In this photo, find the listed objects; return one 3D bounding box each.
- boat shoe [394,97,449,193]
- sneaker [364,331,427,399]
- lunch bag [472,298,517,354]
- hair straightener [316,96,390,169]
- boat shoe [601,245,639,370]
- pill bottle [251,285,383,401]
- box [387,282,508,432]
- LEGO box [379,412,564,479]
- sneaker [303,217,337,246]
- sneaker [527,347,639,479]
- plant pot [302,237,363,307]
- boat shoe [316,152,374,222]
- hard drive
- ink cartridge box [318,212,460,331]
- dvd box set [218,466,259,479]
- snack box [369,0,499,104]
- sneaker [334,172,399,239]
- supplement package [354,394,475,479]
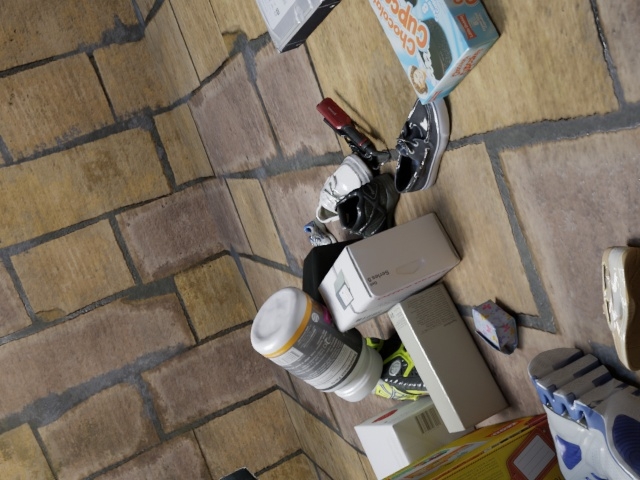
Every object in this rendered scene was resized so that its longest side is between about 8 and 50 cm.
[{"bbox_3d":[0.165,-0.166,1.324,0.080,0.076,0.228,57,159,29],"label":"boat shoe"},{"bbox_3d":[0.202,0.294,1.738,0.147,0.145,0.384,34,162,-19],"label":"sneaker"},{"bbox_3d":[0.310,0.159,1.345,0.071,0.053,0.083,46,162,50],"label":"lunch bag"},{"bbox_3d":[0.076,-0.217,1.594,0.230,0.047,0.089,43,172,40],"label":"hair straightener"},{"bbox_3d":[0.401,0.085,0.993,0.059,0.063,0.170,-152,51,-66],"label":"boat shoe"},{"bbox_3d":[-0.003,0.233,1.659,0.278,0.162,0.162,37,177,-28],"label":"pill bottle"},{"bbox_3d":[0.250,0.233,1.510,0.275,0.113,0.094,65,162,11],"label":"box"},{"bbox_3d":[0.198,0.516,1.369,0.193,0.500,0.372,64,162,12],"label":"LEGO box"},{"bbox_3d":[0.000,0.000,2.018,0.135,0.058,0.052,53,157,36],"label":"sneaker"},{"bbox_3d":[0.429,0.300,1.093,0.315,0.127,0.182,-133,22,-61],"label":"sneaker"},{"bbox_3d":[0.047,0.098,1.830,0.187,0.188,0.167,124,132,-69],"label":"plant pot"},{"bbox_3d":[0.047,-0.099,1.688,0.098,0.096,0.277,53,161,11],"label":"boat shoe"},{"bbox_3d":[-0.065,-0.544,1.547,0.237,0.064,0.339,68,161,-4],"label":"hard drive"},{"bbox_3d":[0.128,0.069,1.512,0.115,0.198,0.273,64,161,13],"label":"ink cartridge box"},{"bbox_3d":[-0.046,0.610,1.265,0.420,0.062,0.307,68,163,-2],"label":"dvd box set"},{"bbox_3d":[0.138,-0.391,1.156,0.322,0.060,0.187,64,162,8],"label":"snack box"},{"bbox_3d":[0.088,-0.042,1.611,0.087,0.130,0.227,60,163,26],"label":"sneaker"},{"bbox_3d":[0.224,0.470,1.755,0.175,0.177,0.293,64,161,7],"label":"supplement package"}]
